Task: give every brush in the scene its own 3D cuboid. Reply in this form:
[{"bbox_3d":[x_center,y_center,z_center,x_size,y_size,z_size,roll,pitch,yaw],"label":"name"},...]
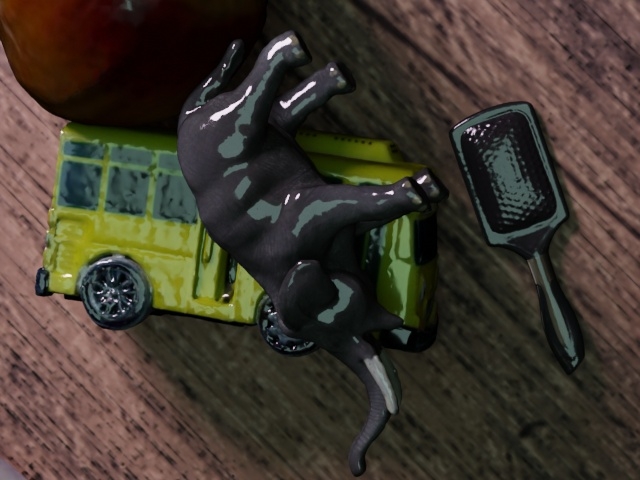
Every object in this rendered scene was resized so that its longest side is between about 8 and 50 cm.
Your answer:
[{"bbox_3d":[0.147,-0.001,1.146,0.063,0.016,0.193,-20,89,11],"label":"brush"}]

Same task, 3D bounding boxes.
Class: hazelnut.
[{"bbox_3d":[-0.140,-0.190,1.078,0.217,0.217,0.251,-26,66,10],"label":"hazelnut"}]

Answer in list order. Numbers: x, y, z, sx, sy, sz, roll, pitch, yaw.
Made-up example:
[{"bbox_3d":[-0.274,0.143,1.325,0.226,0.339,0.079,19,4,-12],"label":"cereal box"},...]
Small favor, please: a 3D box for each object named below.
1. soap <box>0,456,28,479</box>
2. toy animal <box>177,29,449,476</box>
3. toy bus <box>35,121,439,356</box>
[{"bbox_3d":[-0.302,0.276,1.175,0.302,0.159,0.258,41,101,7],"label":"soap"},{"bbox_3d":[0.009,-0.003,1.009,0.137,0.082,0.269,-31,88,14],"label":"toy animal"},{"bbox_3d":[-0.046,-0.005,1.124,0.262,0.128,0.150,8,95,10],"label":"toy bus"}]
